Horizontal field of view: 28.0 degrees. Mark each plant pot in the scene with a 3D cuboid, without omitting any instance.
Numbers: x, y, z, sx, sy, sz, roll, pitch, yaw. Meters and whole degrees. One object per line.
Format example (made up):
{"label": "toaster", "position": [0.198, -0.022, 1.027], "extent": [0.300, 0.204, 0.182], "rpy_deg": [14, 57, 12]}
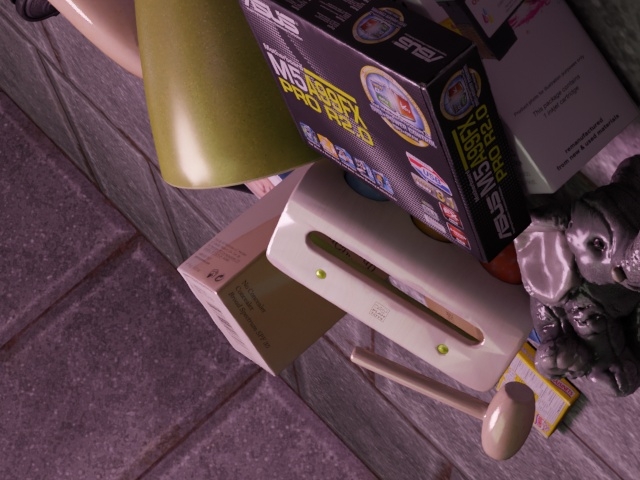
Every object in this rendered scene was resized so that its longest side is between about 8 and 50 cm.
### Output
{"label": "plant pot", "position": [-0.087, -0.244, 1.354], "extent": [0.274, 0.274, 0.294], "rpy_deg": [23, 135, 60]}

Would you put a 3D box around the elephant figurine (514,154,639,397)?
{"label": "elephant figurine", "position": [0.255, 0.006, 1.133], "extent": [0.186, 0.169, 0.239], "rpy_deg": [14, 138, 26]}

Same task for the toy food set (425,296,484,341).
{"label": "toy food set", "position": [0.195, 0.098, 1.812], "extent": [0.192, 0.038, 0.132], "rpy_deg": [54, 159, 3]}

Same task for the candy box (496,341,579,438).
{"label": "candy box", "position": [0.300, 0.211, 1.792], "extent": [0.105, 0.027, 0.206], "rpy_deg": [42, 165, 15]}

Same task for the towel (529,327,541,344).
{"label": "towel", "position": [0.248, 0.091, 1.631], "extent": [0.119, 0.029, 0.067], "rpy_deg": [33, 158, 48]}

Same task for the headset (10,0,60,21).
{"label": "headset", "position": [-0.491, -0.500, 2.169], "extent": [0.243, 0.185, 0.394], "rpy_deg": [49, -178, -19]}

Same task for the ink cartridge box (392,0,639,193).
{"label": "ink cartridge box", "position": [0.117, -0.181, 1.126], "extent": [0.278, 0.117, 0.201], "rpy_deg": [53, 165, -13]}

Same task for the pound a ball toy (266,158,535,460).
{"label": "pound a ball toy", "position": [0.105, 0.044, 1.278], "extent": [0.319, 0.208, 0.136], "rpy_deg": [32, 124, 8]}

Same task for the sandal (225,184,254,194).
{"label": "sandal", "position": [-0.131, -0.118, 1.979], "extent": [0.097, 0.054, 0.254], "rpy_deg": [41, -162, 20]}

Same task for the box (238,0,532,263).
{"label": "box", "position": [0.050, -0.122, 1.114], "extent": [0.270, 0.060, 0.216], "rpy_deg": [37, 162, 41]}

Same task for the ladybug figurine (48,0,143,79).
{"label": "ladybug figurine", "position": [-0.309, -0.397, 1.667], "extent": [0.449, 0.162, 0.305], "rpy_deg": [46, -173, 3]}

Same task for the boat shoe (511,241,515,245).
{"label": "boat shoe", "position": [0.157, -0.029, 1.432], "extent": [0.302, 0.103, 0.113], "rpy_deg": [54, 160, -18]}

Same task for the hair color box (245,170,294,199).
{"label": "hair color box", "position": [-0.025, -0.089, 1.822], "extent": [0.347, 0.105, 0.174], "rpy_deg": [46, 165, 15]}

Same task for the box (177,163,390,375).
{"label": "box", "position": [0.000, 0.000, 1.556], "extent": [0.148, 0.311, 0.121], "rpy_deg": [56, 165, -28]}
